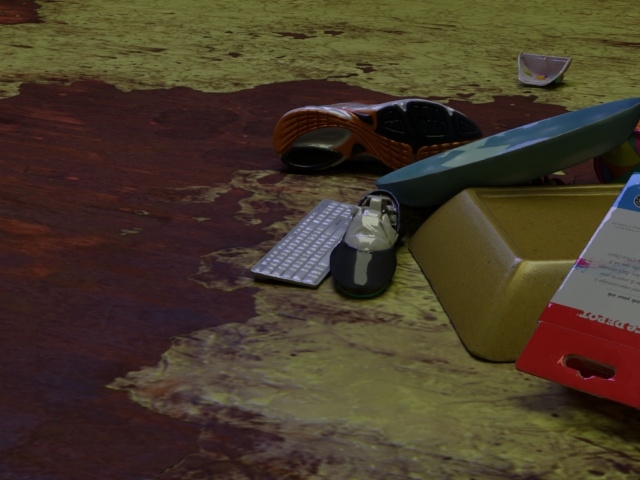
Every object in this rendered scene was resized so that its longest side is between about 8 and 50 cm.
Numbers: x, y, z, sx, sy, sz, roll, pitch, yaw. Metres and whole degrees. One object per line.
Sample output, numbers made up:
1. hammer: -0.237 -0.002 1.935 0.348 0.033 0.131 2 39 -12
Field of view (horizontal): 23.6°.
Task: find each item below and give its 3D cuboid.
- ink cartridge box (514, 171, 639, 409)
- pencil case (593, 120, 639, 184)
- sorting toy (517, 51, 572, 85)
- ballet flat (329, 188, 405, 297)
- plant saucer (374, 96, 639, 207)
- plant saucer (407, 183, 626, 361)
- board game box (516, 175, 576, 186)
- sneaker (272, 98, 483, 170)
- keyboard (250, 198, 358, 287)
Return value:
1. ink cartridge box: 0.280 0.058 1.304 0.134 0.078 0.231 16 58 38
2. pencil case: 0.412 -0.119 1.890 0.104 0.104 0.236 10 21 24
3. sorting toy: 0.342 -0.259 2.385 0.083 0.045 0.075 9 28 21
4. ballet flat: 0.051 -0.007 1.588 0.074 0.074 0.203 4 19 10
5. plant saucer: 0.217 -0.095 1.739 0.317 0.044 0.317 -17 6 2
6. plant saucer: 0.278 0.014 1.523 0.332 0.081 0.333 -2 20 -8
7. board game box: 0.250 -0.053 1.789 0.133 0.033 0.169 4 19 10
8. sneaker: 0.076 -0.140 1.949 0.262 0.099 0.121 4 14 5
9. keyboard: 0.000 0.000 1.654 0.072 0.014 0.256 6 20 16
